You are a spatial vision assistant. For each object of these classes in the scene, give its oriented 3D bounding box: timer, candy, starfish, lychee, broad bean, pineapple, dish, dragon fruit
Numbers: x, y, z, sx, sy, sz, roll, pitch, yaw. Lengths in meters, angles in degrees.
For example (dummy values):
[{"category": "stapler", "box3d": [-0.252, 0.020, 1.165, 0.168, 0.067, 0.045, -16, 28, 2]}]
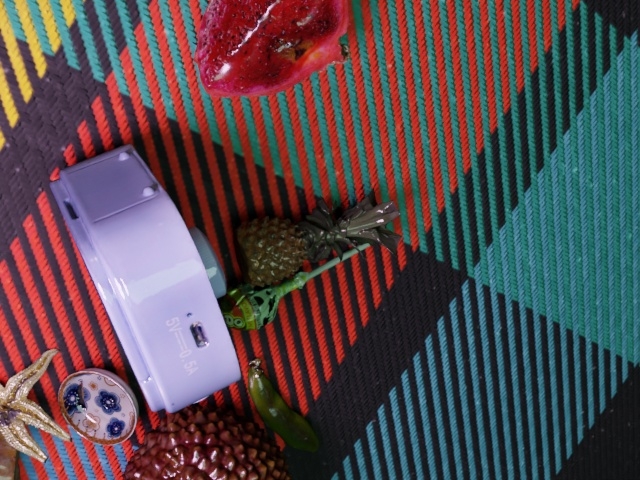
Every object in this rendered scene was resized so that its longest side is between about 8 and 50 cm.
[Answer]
[{"category": "timer", "box3d": [-0.227, 0.069, 1.409, 0.173, 0.395, 0.395, -25, 122, -14]}, {"category": "candy", "box3d": [-0.034, 0.060, 1.676, 0.305, 0.091, 0.083, -28, 135, -22]}, {"category": "starfish", "box3d": [-0.484, 0.252, 1.540, 0.223, 0.050, 0.217, 48, 69, -8]}, {"category": "lychee", "box3d": [-0.192, 0.431, 1.652, 0.306, 0.330, 0.306, 0, 98, 3]}, {"category": "broad bean", "box3d": [-0.073, 0.314, 1.785, 0.065, 0.046, 0.254, -43, 123, -15]}, {"category": "pineapple", "box3d": [0.000, 0.000, 1.618, 0.277, 0.119, 0.130, -16, 78, -16]}, {"category": "dish", "box3d": [-0.352, 0.258, 1.627, 0.141, 0.078, 0.141, 7, 115, 15]}, {"category": "dragon fruit", "box3d": [-0.053, -0.318, 1.449, 0.262, 0.134, 0.211, -45, 137, 20]}]

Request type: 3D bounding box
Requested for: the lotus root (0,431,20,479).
[{"category": "lotus root", "box3d": [-0.543, 0.389, 1.576, 0.119, 0.138, 0.235, 3, 119, -14]}]
